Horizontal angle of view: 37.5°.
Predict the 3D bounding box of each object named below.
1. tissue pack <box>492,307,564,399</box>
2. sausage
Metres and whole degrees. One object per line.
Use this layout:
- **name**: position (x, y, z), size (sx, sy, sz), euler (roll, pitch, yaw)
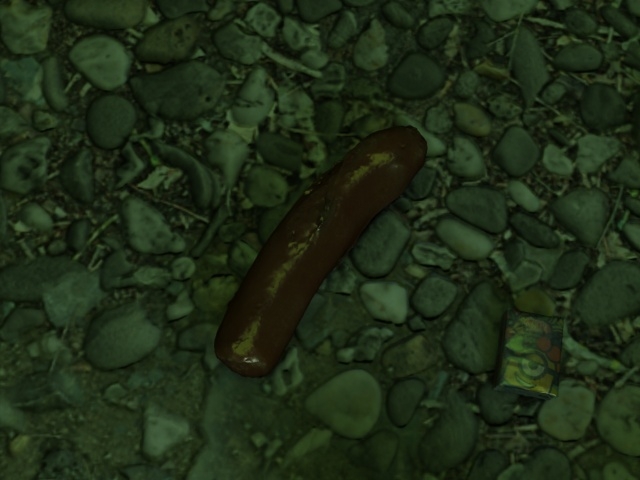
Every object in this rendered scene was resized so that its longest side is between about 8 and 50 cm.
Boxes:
- **tissue pack**: position (0.214, 0.117, 0.964), size (0.063, 0.035, 0.083), euler (11, 69, 4)
- **sausage**: position (-0.002, 0.000, 0.979), size (0.087, 0.079, 0.326), euler (30, 72, 21)
